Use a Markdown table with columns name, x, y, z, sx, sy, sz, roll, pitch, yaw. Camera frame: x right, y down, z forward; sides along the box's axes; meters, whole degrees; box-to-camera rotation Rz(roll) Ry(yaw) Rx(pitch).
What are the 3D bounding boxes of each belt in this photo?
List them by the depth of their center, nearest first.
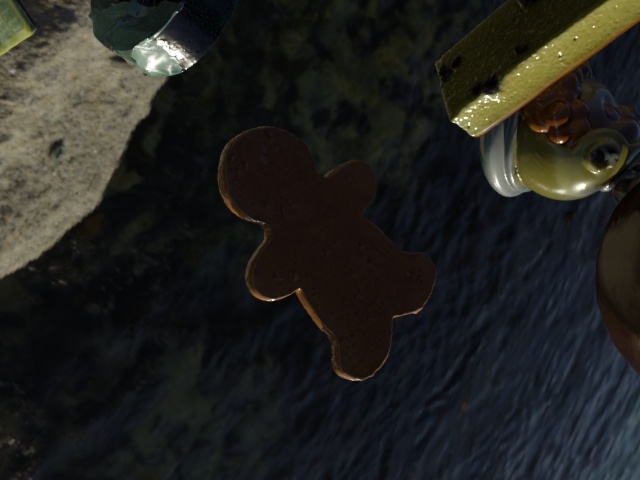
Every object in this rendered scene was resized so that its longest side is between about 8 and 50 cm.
| name | x | y | z | sx | sy | sz | roll | pitch | yaw |
| --- | --- | --- | --- | --- | --- | --- | --- | --- | --- |
| belt | -0.158 | -0.262 | 0.783 | 0.078 | 0.151 | 0.198 | 29 | 68 | -57 |

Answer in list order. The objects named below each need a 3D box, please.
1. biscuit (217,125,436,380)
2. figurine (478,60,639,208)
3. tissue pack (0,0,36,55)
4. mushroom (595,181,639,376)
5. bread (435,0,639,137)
| name | x | y | z | sx | sy | sz | roll | pitch | yaw |
| --- | --- | --- | --- | --- | --- | --- | --- | --- | --- |
| biscuit | 0.000 | 0.000 | 0.717 | 0.250 | 0.036 | 0.165 | 48 | 68 | -20 |
| figurine | 0.361 | -0.078 | 1.022 | 0.205 | 0.381 | 0.225 | -49 | 161 | 30 |
| tissue pack | -0.305 | -0.237 | 0.473 | 0.081 | 0.185 | 0.257 | -44 | 144 | -17 |
| mushroom | 0.499 | 0.051 | 0.825 | 0.357 | 0.331 | 0.334 | -15 | 91 | -5 |
| bread | 0.193 | -0.180 | 0.644 | 0.049 | 0.226 | 0.088 | 24 | 46 | -32 |
